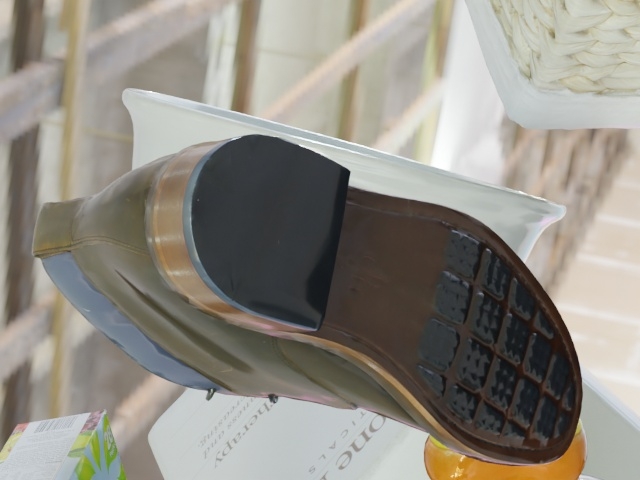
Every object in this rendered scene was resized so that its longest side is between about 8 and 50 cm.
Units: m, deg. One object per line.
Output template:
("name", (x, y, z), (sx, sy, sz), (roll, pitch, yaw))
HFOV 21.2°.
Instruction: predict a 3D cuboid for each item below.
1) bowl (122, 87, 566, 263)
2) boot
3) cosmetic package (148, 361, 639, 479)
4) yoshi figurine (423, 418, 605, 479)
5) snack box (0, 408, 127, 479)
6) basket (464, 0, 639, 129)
("bowl", (0.000, 0.000, 1.120), (0.298, 0.297, 0.134), (-4, -70, -75))
("boot", (0.001, 0.025, 0.624), (0.219, 0.106, 0.082), (33, -115, -39))
("cosmetic package", (0.101, 0.213, 1.491), (0.329, 0.327, 0.394), (-49, 22, 2))
("yoshi figurine", (0.108, 0.266, 1.174), (0.203, 0.203, 0.362), (-24, -65, -34))
("snack box", (-0.158, 0.225, 1.033), (0.207, 0.070, 0.174), (-74, -28, -71))
("basket", (0.269, -0.280, 1.199), (0.266, 0.331, 0.328), (105, 156, -51))
